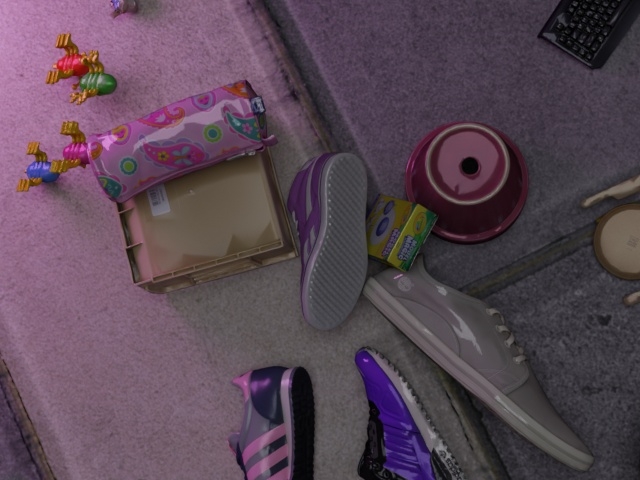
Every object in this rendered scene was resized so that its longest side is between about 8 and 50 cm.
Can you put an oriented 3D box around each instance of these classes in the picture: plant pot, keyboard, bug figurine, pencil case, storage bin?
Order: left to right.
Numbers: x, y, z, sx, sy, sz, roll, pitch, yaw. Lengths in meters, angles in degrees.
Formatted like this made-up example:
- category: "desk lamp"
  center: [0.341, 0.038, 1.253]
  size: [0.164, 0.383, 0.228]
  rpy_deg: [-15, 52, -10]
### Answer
- category: "bug figurine"
  center: [-0.416, -0.203, 1.919]
  size: [0.216, 0.072, 0.279]
  rpy_deg: [9, 83, 52]
- category: "pencil case"
  center: [-0.215, -0.153, 1.785]
  size: [0.284, 0.124, 0.124]
  rpy_deg: [-19, 80, 1]
- category: "storage bin"
  center: [-0.200, -0.070, 1.894]
  size: [0.260, 0.123, 0.262]
  rpy_deg: [-16, 81, 5]
- category: "plant pot"
  center: [0.231, -0.103, 1.821]
  size: [0.201, 0.180, 0.201]
  rpy_deg: [-1, 81, 6]
- category: "keyboard"
  center: [0.466, -0.461, 1.923]
  size: [0.201, 0.033, 0.317]
  rpy_deg: [33, 86, 10]

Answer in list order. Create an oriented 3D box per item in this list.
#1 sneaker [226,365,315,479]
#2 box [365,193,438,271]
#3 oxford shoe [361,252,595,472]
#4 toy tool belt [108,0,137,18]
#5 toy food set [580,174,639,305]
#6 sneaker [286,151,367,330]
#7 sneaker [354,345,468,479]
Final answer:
- category: "sneaker"
  center: [-0.086, 0.360, 1.840]
  size: [0.131, 0.112, 0.319]
  rpy_deg: [-1, 78, 23]
- category: "box"
  center: [0.117, -0.012, 1.824]
  size: [0.043, 0.179, 0.105]
  rpy_deg: [30, 86, -24]
- category: "oxford shoe"
  center: [0.260, 0.181, 1.789]
  size: [0.449, 0.169, 0.130]
  rpy_deg: [43, 87, 15]
- category: "toy tool belt"
  center: [-0.353, -0.428, 1.998]
  size: [0.051, 0.052, 0.083]
  rpy_deg: [-21, 79, -6]
- category: "toy food set"
  center: [0.505, 0.001, 1.853]
  size: [0.132, 0.038, 0.192]
  rpy_deg: [-22, 85, 10]
- category: "sneaker"
  center: [0.001, 0.000, 1.863]
  size: [0.102, 0.161, 0.282]
  rpy_deg: [11, 87, -29]
- category: "sneaker"
  center: [0.110, 0.313, 1.813]
  size: [0.146, 0.102, 0.293]
  rpy_deg: [-32, 80, 2]
